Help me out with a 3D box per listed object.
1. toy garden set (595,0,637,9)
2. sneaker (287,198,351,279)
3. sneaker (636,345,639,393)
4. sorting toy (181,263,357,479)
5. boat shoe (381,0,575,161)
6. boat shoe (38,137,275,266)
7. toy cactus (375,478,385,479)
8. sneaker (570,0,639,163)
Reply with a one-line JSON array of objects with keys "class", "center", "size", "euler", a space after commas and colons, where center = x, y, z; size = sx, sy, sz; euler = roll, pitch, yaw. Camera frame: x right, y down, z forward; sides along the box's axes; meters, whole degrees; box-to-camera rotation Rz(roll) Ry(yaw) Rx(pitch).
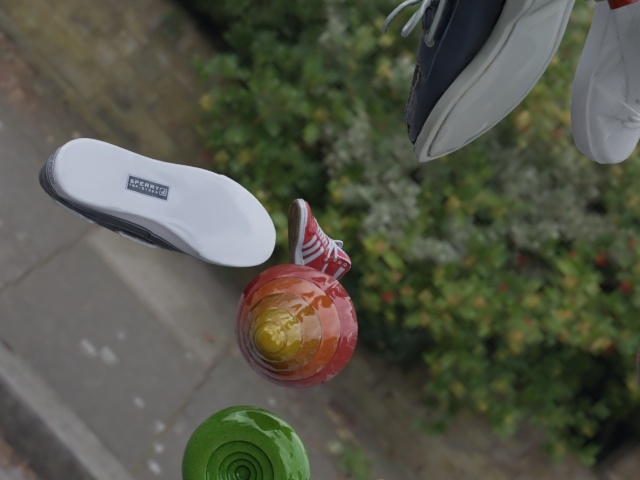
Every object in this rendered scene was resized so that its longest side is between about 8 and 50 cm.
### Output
[{"class": "toy garden set", "center": [0.178, -0.266, 1.312], "size": [0.244, 0.049, 0.204], "euler": [-28, 100, -50]}, {"class": "sneaker", "center": [0.000, 0.000, 1.840], "size": [0.042, 0.067, 0.118], "euler": [-108, -165, -47]}, {"class": "sneaker", "center": [0.333, 0.086, 1.300], "size": [0.066, 0.188, 0.071], "euler": [46, 32, -27]}, {"class": "sorting toy", "center": [-0.075, 0.201, 1.564], "size": [0.127, 0.365, 0.126], "euler": [20, 6, 10]}, {"class": "boat shoe", "center": [0.099, -0.143, 1.044], "size": [0.079, 0.095, 0.254], "euler": [51, -28, 17]}, {"class": "boat shoe", "center": [-0.203, -0.039, 2.086], "size": [0.301, 0.108, 0.102], "euler": [18, -17, -22]}, {"class": "toy cactus", "center": [0.068, 0.331, 1.586], "size": [0.219, 0.112, 0.180], "euler": [91, -8, -63]}, {"class": "sneaker", "center": [0.372, -0.178, 1.811], "size": [0.169, 0.108, 0.292], "euler": [35, -42, 33]}]
